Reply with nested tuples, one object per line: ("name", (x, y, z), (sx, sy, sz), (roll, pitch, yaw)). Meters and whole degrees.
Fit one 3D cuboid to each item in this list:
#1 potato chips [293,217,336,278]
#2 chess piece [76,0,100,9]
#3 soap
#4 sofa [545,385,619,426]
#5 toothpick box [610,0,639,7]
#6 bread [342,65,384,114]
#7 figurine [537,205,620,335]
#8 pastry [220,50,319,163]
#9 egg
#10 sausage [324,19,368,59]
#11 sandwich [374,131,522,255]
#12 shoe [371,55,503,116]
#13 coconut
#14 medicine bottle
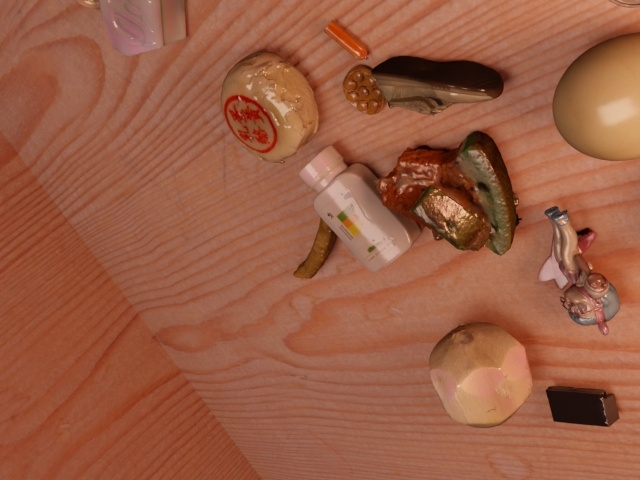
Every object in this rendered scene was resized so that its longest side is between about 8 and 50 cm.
("potato chips", (0.000, 0.000, 2.029), (0.080, 0.057, 0.407), (41, 146, 14))
("chess piece", (-0.545, -0.748, 1.832), (0.117, 0.117, 0.397), (32, 141, 22))
("soap", (-0.427, -0.592, 1.849), (0.208, 0.115, 0.347), (34, 144, 20))
("sofa", (0.590, 0.364, 1.760), (0.147, 0.060, 0.085), (-9, 101, 51))
("toothpick box", (0.443, -0.394, 1.031), (0.111, 0.180, 0.111), (29, 144, 24))
("bread", (0.092, -0.313, 1.639), (0.110, 0.024, 0.110), (29, 143, 24))
("figurine", (0.502, 0.055, 1.478), (0.260, 0.102, 0.205), (65, 168, -18))
("pastry", (-0.116, -0.303, 1.789), (0.264, 0.133, 0.265), (25, 138, 24))
("egg", (0.468, -0.217, 1.177), (0.241, 0.186, 0.186), (-22, 107, 46))
("sausage", (0.057, -0.400, 1.584), (0.107, 0.031, 0.031), (40, 146, 8))
("sandwich", (0.236, -0.089, 1.587), (0.301, 0.162, 0.251), (10, 127, 39))
("shoe", (0.219, -0.282, 1.469), (0.274, 0.103, 0.098), (20, 139, 44))
("coconut", (0.364, 0.295, 1.788), (0.227, 0.227, 0.231), (9, 131, 43))
("medicine bottle", (0.083, -0.077, 1.807), (0.296, 0.111, 0.161), (50, 128, -1))
